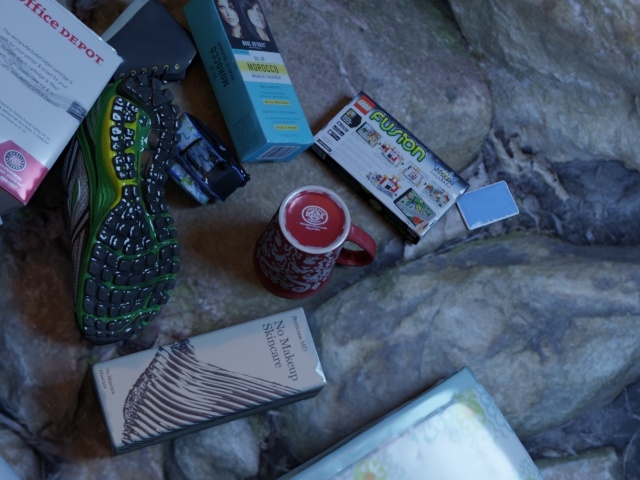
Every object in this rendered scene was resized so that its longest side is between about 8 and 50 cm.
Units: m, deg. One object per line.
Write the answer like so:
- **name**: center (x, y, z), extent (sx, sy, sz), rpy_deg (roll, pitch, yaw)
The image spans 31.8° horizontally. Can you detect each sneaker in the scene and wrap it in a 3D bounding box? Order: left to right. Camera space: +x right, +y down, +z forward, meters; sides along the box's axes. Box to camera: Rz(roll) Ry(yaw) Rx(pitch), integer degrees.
- **sneaker**: center (-0.265, -0.036, 1.451), extent (0.134, 0.146, 0.343), rpy_deg (11, 83, -42)
- **sneaker**: center (-0.257, -0.228, 1.531), extent (0.118, 0.083, 0.222), rpy_deg (35, 72, -3)

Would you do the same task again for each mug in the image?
- **mug**: center (-0.006, -0.008, 1.457), extent (0.150, 0.169, 0.113), rpy_deg (-22, 77, -16)

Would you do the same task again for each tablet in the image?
- **tablet**: center (0.238, -0.051, 1.604), extent (0.083, 0.006, 0.054), rpy_deg (-18, 76, -17)

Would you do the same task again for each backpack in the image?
- **backpack**: center (-0.165, -0.109, 1.497), extent (0.084, 0.105, 0.114), rpy_deg (-39, 74, 2)

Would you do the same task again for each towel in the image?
- **towel**: center (0.122, 0.379, 1.401), extent (0.374, 0.090, 0.320), rpy_deg (-29, 82, -18)

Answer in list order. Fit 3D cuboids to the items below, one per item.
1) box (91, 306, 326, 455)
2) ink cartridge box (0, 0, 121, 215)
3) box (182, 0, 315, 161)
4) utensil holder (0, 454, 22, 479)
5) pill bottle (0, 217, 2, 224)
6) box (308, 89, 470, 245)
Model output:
- **box**: center (-0.141, 0.177, 1.411), extent (0.275, 0.094, 0.113), rpy_deg (-16, 76, -15)
- **ink cartridge box**: center (-0.381, -0.177, 1.361), extent (0.172, 0.100, 0.237), rpy_deg (39, 62, -24)
- **box**: center (-0.099, -0.229, 1.549), extent (0.100, 0.060, 0.244), rpy_deg (-6, 70, -50)
- **utensil holder**: center (-0.406, 0.398, 1.170), extent (0.327, 0.327, 0.385), rpy_deg (-39, 81, -20)
- **pill bottle**: center (-0.486, -0.101, 1.409), extent (0.121, 0.121, 0.216), rpy_deg (-25, 96, -17)
- **box**: center (0.096, -0.103, 1.575), extent (0.207, 0.036, 0.114), rpy_deg (43, 70, 7)
